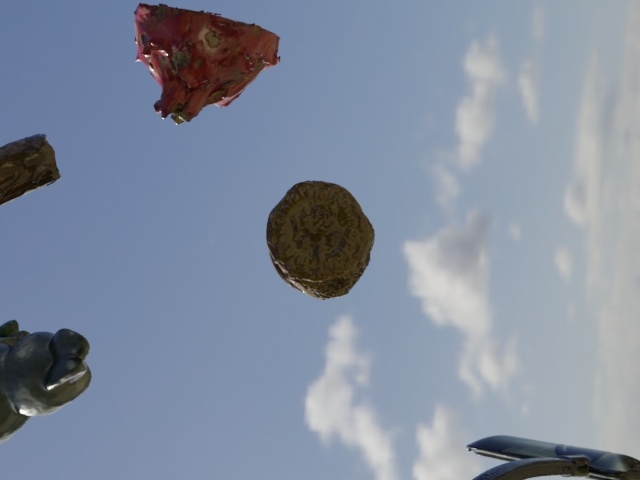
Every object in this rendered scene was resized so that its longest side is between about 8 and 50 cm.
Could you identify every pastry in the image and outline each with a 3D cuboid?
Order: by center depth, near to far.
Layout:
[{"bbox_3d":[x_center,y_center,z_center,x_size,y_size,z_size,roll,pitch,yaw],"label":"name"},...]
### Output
[{"bbox_3d":[0.000,0.000,1.589,0.057,0.097,0.109,93,154,-76],"label":"pastry"}]

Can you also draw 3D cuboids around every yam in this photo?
[{"bbox_3d":[-0.333,-0.026,1.472,0.057,0.241,0.056,-22,-90,-89],"label":"yam"}]

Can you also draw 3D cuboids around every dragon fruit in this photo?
[{"bbox_3d":[-0.121,-0.165,1.706,0.153,0.153,0.111,16,-91,-78],"label":"dragon fruit"}]

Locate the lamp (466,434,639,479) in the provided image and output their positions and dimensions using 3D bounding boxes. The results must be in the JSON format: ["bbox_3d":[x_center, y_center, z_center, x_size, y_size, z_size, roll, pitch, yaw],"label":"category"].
[{"bbox_3d":[0.117,0.250,1.446,0.124,0.203,0.283,48,-111,-19],"label":"lamp"}]

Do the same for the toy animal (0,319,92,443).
[{"bbox_3d":[-0.290,0.143,1.708,0.108,0.236,0.138,28,-113,-49],"label":"toy animal"}]
